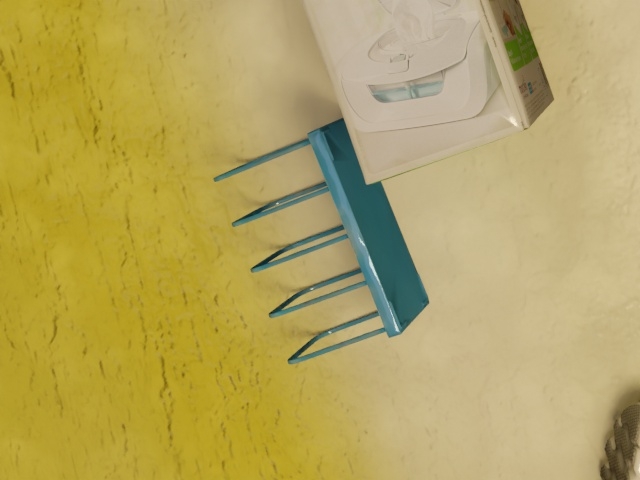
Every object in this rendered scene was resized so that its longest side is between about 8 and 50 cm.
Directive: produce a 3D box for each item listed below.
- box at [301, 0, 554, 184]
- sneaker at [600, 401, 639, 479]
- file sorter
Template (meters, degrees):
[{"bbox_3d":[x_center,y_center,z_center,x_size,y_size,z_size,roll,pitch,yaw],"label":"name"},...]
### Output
[{"bbox_3d":[0.074,-0.182,1.264,0.127,0.262,0.231,-20,95,14],"label":"box"},{"bbox_3d":[0.294,0.256,1.385,0.115,0.105,0.281,-9,106,1],"label":"sneaker"},{"bbox_3d":[0.000,0.000,1.383,0.104,0.118,0.170,-20,94,17],"label":"file sorter"}]
